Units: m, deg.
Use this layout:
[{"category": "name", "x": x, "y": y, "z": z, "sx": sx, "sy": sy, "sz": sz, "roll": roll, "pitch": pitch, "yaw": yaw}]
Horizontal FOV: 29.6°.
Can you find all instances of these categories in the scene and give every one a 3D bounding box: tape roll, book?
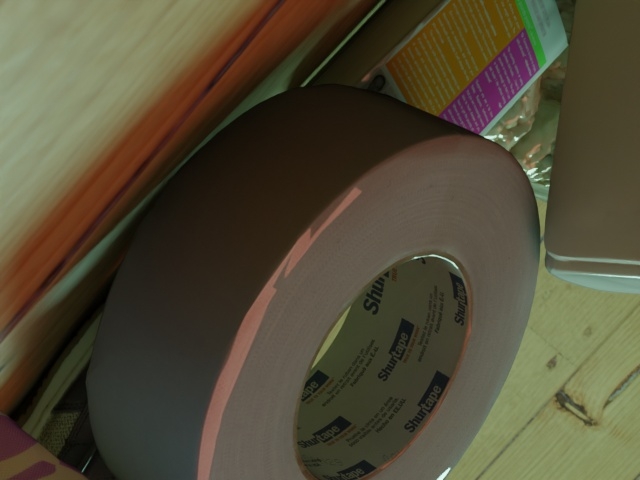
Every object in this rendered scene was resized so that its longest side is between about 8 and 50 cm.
[{"category": "tape roll", "x": 0.005, "y": 0.043, "z": 0.543, "sx": 0.219, "sy": 0.072, "sz": 0.219, "roll": -29, "pitch": 133, "yaw": -37}, {"category": "book", "x": 0.058, "y": -0.080, "z": 0.601, "sx": 0.144, "sy": 0.035, "sz": 0.096, "roll": -46, "pitch": 136, "yaw": -9}]

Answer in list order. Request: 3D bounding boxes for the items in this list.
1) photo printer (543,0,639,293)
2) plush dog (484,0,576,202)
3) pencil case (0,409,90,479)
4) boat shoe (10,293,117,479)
[{"category": "photo printer", "x": 0.243, "y": -0.121, "z": 0.548, "sx": 0.107, "sy": 0.256, "sz": 0.307, "roll": 19, "pitch": 80, "yaw": -53}, {"category": "plush dog", "x": 0.175, "y": -0.137, "z": 0.773, "sx": 0.262, "sy": 0.211, "sz": 0.225, "roll": 28, "pitch": 80, "yaw": -85}, {"category": "pencil case", "x": -0.074, "y": 0.129, "z": 0.362, "sx": 0.086, "sy": 0.206, "sz": 0.088, "roll": -41, "pitch": 168, "yaw": -16}, {"category": "boat shoe", "x": -0.098, "y": 0.085, "z": 0.574, "sx": 0.223, "sy": 0.073, "sz": 0.080, "roll": -50, "pitch": 175, "yaw": 13}]
